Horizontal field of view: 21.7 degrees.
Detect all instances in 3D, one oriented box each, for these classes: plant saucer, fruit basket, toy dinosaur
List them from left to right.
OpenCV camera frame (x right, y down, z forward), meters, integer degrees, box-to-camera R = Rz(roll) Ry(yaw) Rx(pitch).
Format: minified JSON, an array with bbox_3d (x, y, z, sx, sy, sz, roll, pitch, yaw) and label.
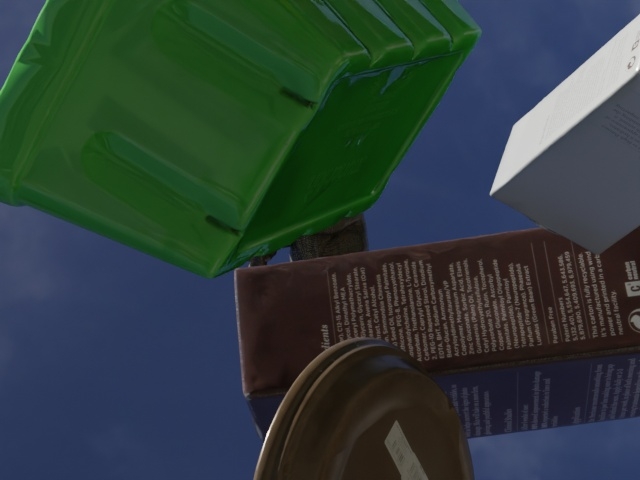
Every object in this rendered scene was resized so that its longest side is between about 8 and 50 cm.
[{"bbox_3d":[-0.105,-0.182,1.134,0.392,0.283,0.392,27,-159,-12],"label":"fruit basket"},{"bbox_3d":[0.000,0.000,1.762,0.160,0.121,0.313,-32,-79,-44],"label":"toy dinosaur"},{"bbox_3d":[0.041,0.209,1.207,0.278,0.041,0.278,2,-92,-56],"label":"plant saucer"}]

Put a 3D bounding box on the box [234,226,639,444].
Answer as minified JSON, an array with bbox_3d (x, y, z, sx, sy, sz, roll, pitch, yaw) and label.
[{"bbox_3d":[0.122,0.096,1.555,0.381,0.191,0.143,-9,-116,2],"label":"box"}]

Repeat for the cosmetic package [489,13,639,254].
[{"bbox_3d":[0.247,-0.086,1.342,0.117,0.231,0.085,29,-121,-13],"label":"cosmetic package"}]
